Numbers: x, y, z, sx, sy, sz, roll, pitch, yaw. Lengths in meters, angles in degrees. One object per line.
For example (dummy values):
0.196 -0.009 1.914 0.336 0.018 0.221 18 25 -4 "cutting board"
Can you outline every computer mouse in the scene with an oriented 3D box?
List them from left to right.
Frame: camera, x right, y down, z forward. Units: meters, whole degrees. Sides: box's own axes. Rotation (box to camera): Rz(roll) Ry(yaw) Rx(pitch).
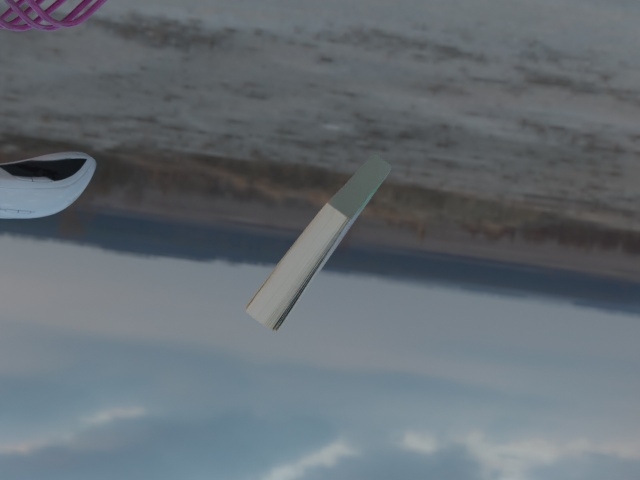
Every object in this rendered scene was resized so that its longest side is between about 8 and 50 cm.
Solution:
-0.288 -0.040 1.120 0.193 0.042 0.106 -12 157 -29 "computer mouse"

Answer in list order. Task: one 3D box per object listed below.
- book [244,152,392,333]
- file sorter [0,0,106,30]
0.000 0.000 1.037 0.035 0.144 0.096 37 -141 3 "book"
-0.295 -0.328 1.257 0.182 0.202 0.291 50 163 -27 "file sorter"
